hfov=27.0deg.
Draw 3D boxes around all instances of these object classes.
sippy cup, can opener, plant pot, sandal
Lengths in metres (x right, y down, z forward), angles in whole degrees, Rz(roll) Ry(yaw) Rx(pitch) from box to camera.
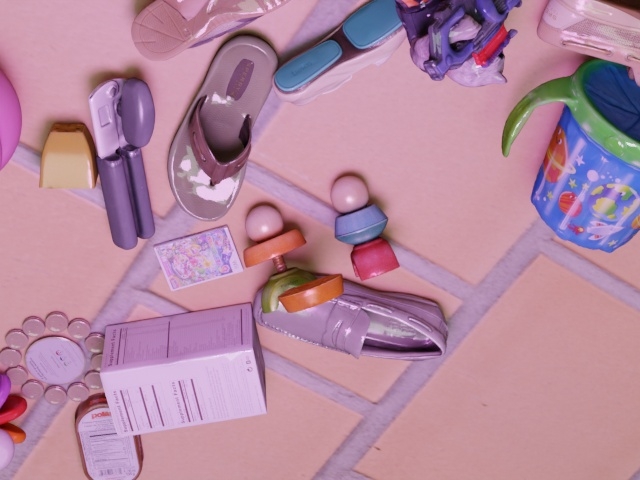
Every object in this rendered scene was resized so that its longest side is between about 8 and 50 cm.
[{"bbox_3d":[0.430,-0.112,1.970,0.305,0.240,0.224,39,130,17],"label":"sippy cup"},{"bbox_3d":[-0.287,-0.110,1.970,0.074,0.093,0.280,-32,135,-37],"label":"can opener"},{"bbox_3d":[-0.371,-0.127,1.964,0.081,0.081,0.083,1,109,-5],"label":"plant pot"},{"bbox_3d":[-0.148,-0.158,1.956,0.120,0.086,0.302,13,119,-13],"label":"sandal"}]

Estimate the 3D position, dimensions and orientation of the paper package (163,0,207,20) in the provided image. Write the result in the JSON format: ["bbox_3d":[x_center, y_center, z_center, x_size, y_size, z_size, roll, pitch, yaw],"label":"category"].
[{"bbox_3d":[-0.127,-0.477,1.634,0.168,0.309,0.325,34,112,-23],"label":"paper package"}]

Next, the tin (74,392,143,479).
[{"bbox_3d":[-0.359,0.344,2.276,0.106,0.040,0.189,-8,122,-5],"label":"tin"}]

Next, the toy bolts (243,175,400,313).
[{"bbox_3d":[0.000,0.000,2.014,0.228,0.218,0.158,-21,94,-9],"label":"toy bolts"}]

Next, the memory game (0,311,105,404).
[{"bbox_3d":[-0.434,0.196,2.191,0.186,0.012,0.186,-2,122,-4],"label":"memory game"}]

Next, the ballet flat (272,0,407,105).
[{"bbox_3d":[0.045,-0.270,1.916,0.248,0.086,0.086,-30,119,7],"label":"ballet flat"}]

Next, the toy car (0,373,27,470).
[{"bbox_3d":[-0.550,0.279,2.166,0.136,0.159,0.182,-42,120,-15],"label":"toy car"}]

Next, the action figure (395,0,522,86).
[{"bbox_3d":[0.172,-0.362,1.818,0.178,0.341,0.330,-10,113,51],"label":"action figure"}]

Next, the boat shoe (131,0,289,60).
[{"bbox_3d":[-0.129,-0.340,1.846,0.285,0.092,0.103,-28,100,15],"label":"boat shoe"}]

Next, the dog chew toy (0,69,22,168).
[{"bbox_3d":[-0.517,-0.129,1.798,0.207,0.332,0.206,-2,121,-4],"label":"dog chew toy"}]

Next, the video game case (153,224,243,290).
[{"bbox_3d":[-0.192,0.028,2.111,0.122,0.011,0.087,-16,121,4],"label":"video game case"}]

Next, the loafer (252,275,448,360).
[{"bbox_3d":[0.051,0.131,2.135,0.319,0.111,0.112,6,121,-9],"label":"loafer"}]

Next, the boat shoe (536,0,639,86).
[{"bbox_3d":[0.482,-0.283,1.926,0.341,0.121,0.110,20,122,-5],"label":"boat shoe"}]

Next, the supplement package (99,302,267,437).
[{"bbox_3d":[-0.218,0.208,2.144,0.244,0.139,0.134,-9,121,2],"label":"supplement package"}]
